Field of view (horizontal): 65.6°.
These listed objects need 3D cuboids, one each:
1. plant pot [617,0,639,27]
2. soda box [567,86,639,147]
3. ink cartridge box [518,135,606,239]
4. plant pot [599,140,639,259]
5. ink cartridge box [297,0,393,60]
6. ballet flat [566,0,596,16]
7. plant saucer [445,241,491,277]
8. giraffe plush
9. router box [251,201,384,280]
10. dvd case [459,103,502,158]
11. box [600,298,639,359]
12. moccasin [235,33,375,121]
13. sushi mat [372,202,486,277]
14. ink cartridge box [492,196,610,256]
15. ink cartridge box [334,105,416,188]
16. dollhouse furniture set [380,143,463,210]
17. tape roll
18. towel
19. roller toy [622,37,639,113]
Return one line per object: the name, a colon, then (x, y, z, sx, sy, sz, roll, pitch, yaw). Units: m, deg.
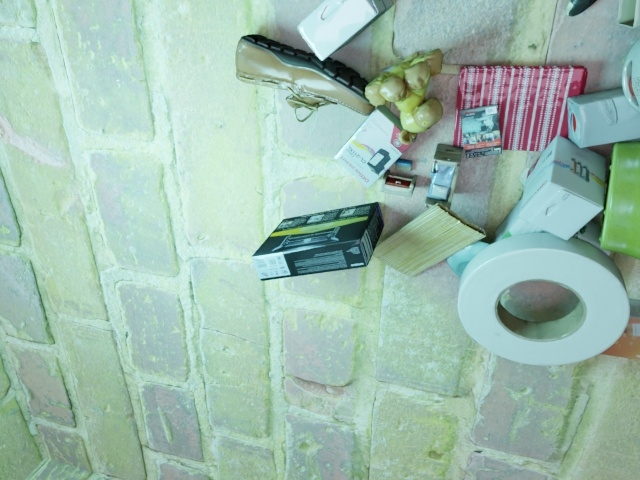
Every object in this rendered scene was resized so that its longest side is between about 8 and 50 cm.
plant pot: (0.647, -0.480, 0.959, 0.096, 0.109, 0.109, -2, 116, 16)
soda box: (0.682, -0.276, 1.043, 0.285, 0.091, 0.098, -8, 114, 14)
ink cartridge box: (0.546, -0.118, 1.124, 0.127, 0.176, 0.128, 27, 143, 3)
plant pot: (0.780, -0.079, 1.014, 0.352, 0.366, 0.367, 8, 120, 28)
ink cartridge box: (0.060, -0.492, 1.084, 0.158, 0.218, 0.092, -31, 104, 30)
ballet flat: (0.561, -0.535, 1.001, 0.173, 0.057, 0.049, -56, 51, 31)
plant saucer: (0.417, 0.074, 1.318, 0.194, 0.038, 0.195, 22, 152, 13)
giraffe plush: (0.213, -0.321, 1.152, 0.181, 0.210, 0.171, -30, 112, 4)
router box: (0.000, 0.000, 1.354, 0.308, 0.243, 0.081, -9, 114, 23)
dvd case: (0.385, -0.259, 1.190, 0.087, 0.013, 0.120, -5, 118, 24)
box: (0.804, 0.229, 1.291, 0.170, 0.091, 0.130, 5, 118, 16)
moccasin: (-0.043, -0.382, 1.225, 0.379, 0.139, 0.147, 20, 122, 8)
sushi mat: (0.271, 0.009, 1.317, 0.151, 0.019, 0.316, 30, 146, -14)
ink cartridge box: (0.567, 0.001, 1.231, 0.219, 0.093, 0.160, 27, 137, 2)
ink cartridge box: (0.140, -0.240, 1.278, 0.127, 0.072, 0.175, 40, 122, -6)
dollhouse furniture set: (0.249, -0.167, 1.246, 0.183, 0.129, 0.130, 12, 120, 13)
tape roll: (0.541, 0.157, 1.237, 0.391, 0.072, 0.393, 11, 129, 14)
towel: (0.457, -0.307, 1.160, 0.274, 0.031, 0.199, 7, 121, 17)
roller toy: (0.670, -0.309, 0.903, 0.191, 0.146, 0.210, 28, 109, 3)
